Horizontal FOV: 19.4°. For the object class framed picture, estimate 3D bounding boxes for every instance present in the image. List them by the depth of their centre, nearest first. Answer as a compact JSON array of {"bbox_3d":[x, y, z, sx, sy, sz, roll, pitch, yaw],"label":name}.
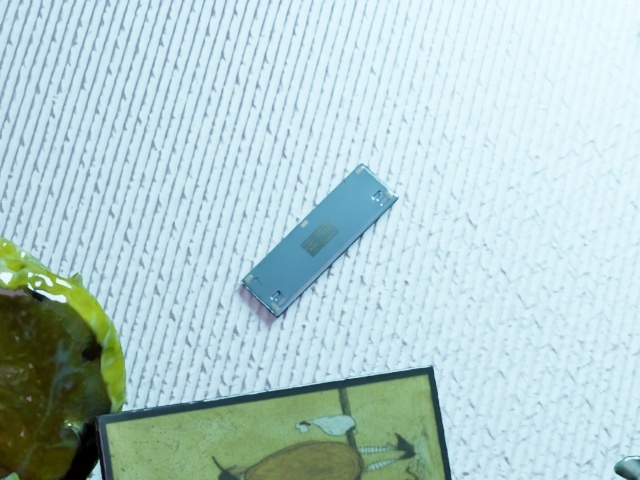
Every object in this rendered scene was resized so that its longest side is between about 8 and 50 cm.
[{"bbox_3d":[-0.029,0.263,1.741,0.338,0.014,0.255,-7,84,-20],"label":"framed picture"}]

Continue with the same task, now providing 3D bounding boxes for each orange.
[{"bbox_3d":[-0.361,0.097,1.745,0.368,0.271,0.210,12,34,-12],"label":"orange"}]

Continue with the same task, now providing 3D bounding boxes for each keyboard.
[{"bbox_3d":[0.000,-0.001,1.887,0.055,0.014,0.176,43,79,12],"label":"keyboard"}]

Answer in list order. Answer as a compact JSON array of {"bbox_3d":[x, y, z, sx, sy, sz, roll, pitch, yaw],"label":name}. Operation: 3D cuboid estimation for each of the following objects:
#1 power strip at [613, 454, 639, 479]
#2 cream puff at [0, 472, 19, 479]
[{"bbox_3d":[0.431,0.292,1.725,0.357,0.161,0.357,-1,74,2],"label":"power strip"},{"bbox_3d":[-0.346,0.299,1.680,0.282,0.282,0.185,-14,81,-3],"label":"cream puff"}]
